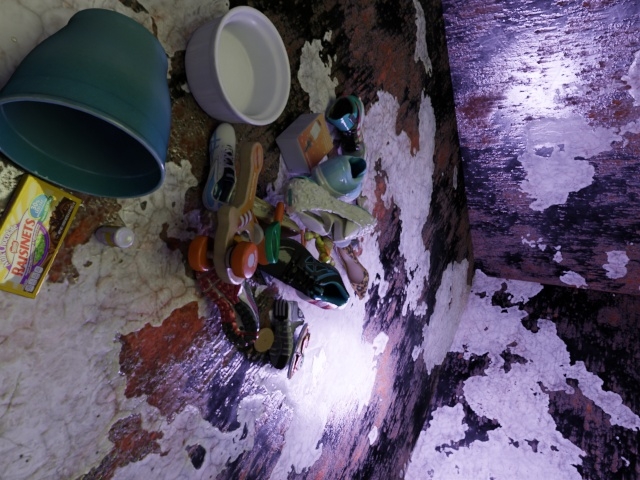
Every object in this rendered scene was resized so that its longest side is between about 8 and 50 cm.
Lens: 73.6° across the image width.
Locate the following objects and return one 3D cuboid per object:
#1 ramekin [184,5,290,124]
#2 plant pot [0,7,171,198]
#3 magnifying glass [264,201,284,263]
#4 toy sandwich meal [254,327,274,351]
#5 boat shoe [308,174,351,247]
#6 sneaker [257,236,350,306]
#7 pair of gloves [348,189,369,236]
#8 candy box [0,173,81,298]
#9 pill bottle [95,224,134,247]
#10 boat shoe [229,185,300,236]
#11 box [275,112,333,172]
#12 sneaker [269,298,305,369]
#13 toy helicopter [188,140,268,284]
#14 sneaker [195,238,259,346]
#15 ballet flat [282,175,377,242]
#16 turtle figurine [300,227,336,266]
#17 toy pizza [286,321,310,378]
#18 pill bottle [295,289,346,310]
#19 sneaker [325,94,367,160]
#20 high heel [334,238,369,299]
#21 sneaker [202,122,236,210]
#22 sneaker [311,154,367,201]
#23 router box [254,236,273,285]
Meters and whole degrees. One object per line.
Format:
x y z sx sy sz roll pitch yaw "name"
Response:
-0.212 -0.436 1.102 0.277 0.135 0.278 -11 103 -55 "ramekin"
-0.390 -0.253 0.764 0.271 0.271 0.256 40 48 -51 "plant pot"
-0.121 -0.029 1.145 0.231 0.026 0.092 -83 169 -52 "magnifying glass"
-0.182 0.313 1.357 0.085 0.029 0.086 -12 107 -44 "toy sandwich meal"
0.039 -0.120 1.559 0.306 0.113 0.105 60 31 -24 "boat shoe"
-0.046 0.095 1.280 0.340 0.140 0.125 25 105 -32 "sneaker"
0.145 -0.111 1.749 0.240 0.042 0.204 -12 95 -56 "pair of gloves"
-0.531 -0.006 0.780 0.105 0.027 0.206 36 65 -49 "candy box"
-0.428 -0.009 0.884 0.043 0.083 0.044 -13 106 -55 "pill bottle"
-0.158 -0.076 1.265 0.285 0.104 0.090 26 55 -54 "boat shoe"
-0.049 -0.321 1.407 0.171 0.090 0.130 -55 137 -37 "box"
-0.098 0.310 1.433 0.132 0.086 0.229 9 87 -59 "sneaker"
-0.184 -0.067 1.061 0.235 0.140 0.356 33 65 -73 "toy helicopter"
-0.251 0.138 1.169 0.112 0.120 0.300 -97 172 -77 "sneaker"
0.030 -0.066 1.363 0.408 0.146 0.147 24 74 -42 "ballet flat"
0.000 0.000 1.441 0.270 0.087 0.217 54 15 -40 "turtle figurine"
-0.067 0.379 1.458 0.201 0.032 0.202 17 90 -82 "toy pizza"
0.011 0.182 1.544 0.221 0.121 0.121 35 66 -53 "pill bottle"
0.098 -0.404 1.582 0.178 0.123 0.296 1 85 -61 "sneaker"
0.116 0.117 1.708 0.186 0.093 0.262 0 79 -63 "high heel"
-0.252 -0.193 1.125 0.085 0.086 0.238 13 82 -55 "sneaker"
0.106 -0.216 1.459 0.135 0.150 0.366 68 22 2 "sneaker"
-0.172 0.064 1.323 0.092 0.038 0.123 -51 134 -38 "router box"
